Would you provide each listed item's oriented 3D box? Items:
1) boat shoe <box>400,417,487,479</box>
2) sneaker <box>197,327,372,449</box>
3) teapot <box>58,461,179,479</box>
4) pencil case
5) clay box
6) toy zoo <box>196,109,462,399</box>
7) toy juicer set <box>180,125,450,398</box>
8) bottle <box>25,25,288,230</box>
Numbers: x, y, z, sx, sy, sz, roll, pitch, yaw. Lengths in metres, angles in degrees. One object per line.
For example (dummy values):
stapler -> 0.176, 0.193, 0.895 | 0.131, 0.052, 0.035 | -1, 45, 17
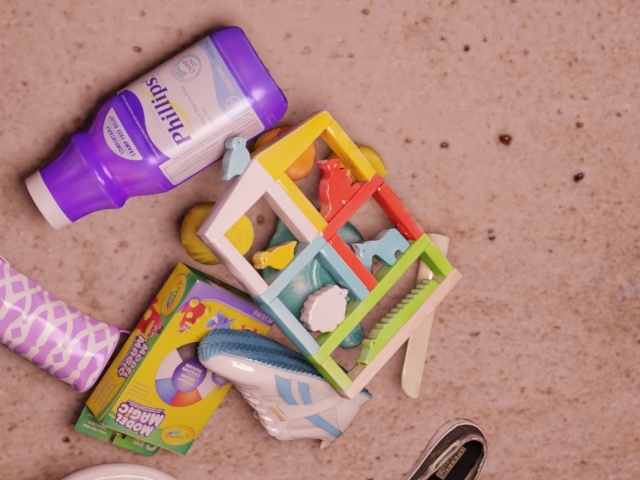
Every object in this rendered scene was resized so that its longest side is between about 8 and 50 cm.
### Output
boat shoe -> 0.120, 0.306, 1.846 | 0.078, 0.070, 0.219 | 28, 98, -12
sneaker -> -0.047, 0.166, 1.756 | 0.229, 0.087, 0.092 | 26, 102, -36
teapot -> -0.226, 0.371, 1.768 | 0.256, 0.187, 0.252 | 45, 66, 3
pencil case -> -0.316, 0.081, 1.743 | 0.206, 0.086, 0.088 | 36, 70, -14
clay box -> -0.160, 0.144, 1.762 | 0.127, 0.053, 0.222 | 28, 98, -41
toy zoo -> 0.000, 0.000, 1.696 | 0.192, 0.030, 0.293 | -46, 110, -18
toy juicer set -> 0.020, 0.004, 1.774 | 0.329, 0.089, 0.209 | 36, 75, -22
bottle -> -0.178, -0.112, 1.701 | 0.283, 0.092, 0.118 | -31, 71, 1
